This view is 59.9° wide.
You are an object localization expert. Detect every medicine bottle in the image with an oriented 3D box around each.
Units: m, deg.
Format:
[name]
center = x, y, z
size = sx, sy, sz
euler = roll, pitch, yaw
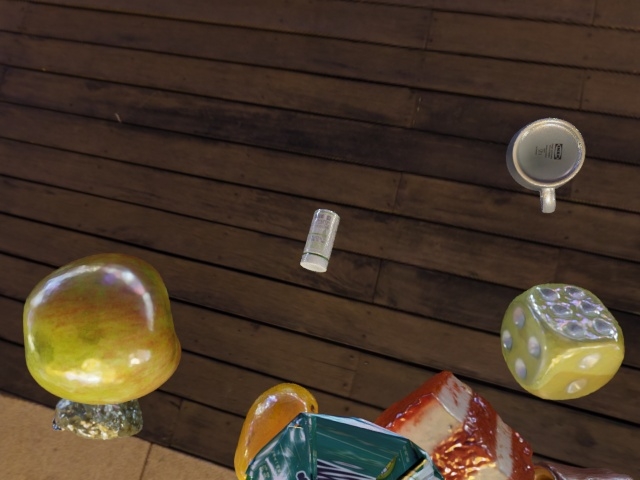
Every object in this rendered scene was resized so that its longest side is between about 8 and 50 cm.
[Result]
[medicine bottle]
center = 0.000, 0.000, 1.759
size = 0.086, 0.086, 0.183
euler = 12, 72, 11

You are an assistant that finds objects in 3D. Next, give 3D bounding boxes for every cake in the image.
[cake]
center = 0.296, 0.498, 1.294
size = 0.269, 0.270, 0.319
euler = -44, 80, 19

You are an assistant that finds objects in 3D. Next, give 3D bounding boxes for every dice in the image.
[dice]
center = 0.644, 0.272, 1.509
size = 0.226, 0.233, 0.238
euler = -2, 36, -11

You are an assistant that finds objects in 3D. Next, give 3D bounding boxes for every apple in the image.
[apple]
center = -0.355, 0.146, 0.906
size = 0.226, 0.246, 0.246
euler = -14, 74, -19

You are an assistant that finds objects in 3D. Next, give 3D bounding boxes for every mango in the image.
[mango]
center = -0.094, 0.382, 1.077
size = 0.141, 0.102, 0.217
euler = 39, 95, 9

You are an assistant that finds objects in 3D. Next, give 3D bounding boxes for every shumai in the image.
[shumai]
center = -0.598, 0.426, 1.546
size = 0.189, 0.256, 0.218
euler = -2, 79, 26

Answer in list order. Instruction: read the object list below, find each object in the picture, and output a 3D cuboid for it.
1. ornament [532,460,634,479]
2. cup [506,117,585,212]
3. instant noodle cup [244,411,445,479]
[ornament]
center = 0.619, 0.646, 1.363
size = 0.217, 0.221, 0.235
euler = 18, 104, -15
[cup]
center = 0.237, -0.078, 0.582
size = 0.078, 0.077, 0.100
euler = -6, 95, 19
[instant noodle cup]
center = 0.015, 0.329, 0.581
size = 0.240, 0.178, 0.240
euler = 3, 50, -4
